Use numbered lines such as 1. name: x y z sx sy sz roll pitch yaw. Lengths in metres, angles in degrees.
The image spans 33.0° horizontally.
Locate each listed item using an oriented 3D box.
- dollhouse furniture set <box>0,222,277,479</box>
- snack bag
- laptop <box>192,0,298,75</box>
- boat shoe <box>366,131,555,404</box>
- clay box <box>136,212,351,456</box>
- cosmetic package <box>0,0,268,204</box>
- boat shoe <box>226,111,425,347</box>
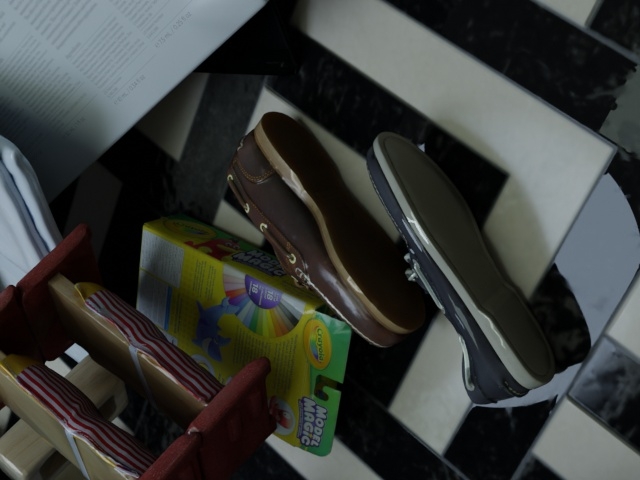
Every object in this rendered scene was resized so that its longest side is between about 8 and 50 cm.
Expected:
1. dollhouse furniture set: -0.160 0.182 0.916 0.201 0.152 0.374 35 152 19
2. snack bag: -0.331 -0.030 0.973 0.323 0.037 0.342 30 151 26
3. laptop: -0.110 -0.284 0.873 0.234 0.136 0.264 9 80 37
4. boat shoe: 0.081 0.022 0.752 0.065 0.075 0.206 -37 82 35
5. clay box: -0.059 0.075 0.890 0.222 0.053 0.127 24 117 31
6. cosmetic package: -0.222 -0.212 0.816 0.284 0.097 0.377 43 140 -16
7. boat shoe: 0.000 0.000 0.815 0.073 0.073 0.207 -49 62 32
